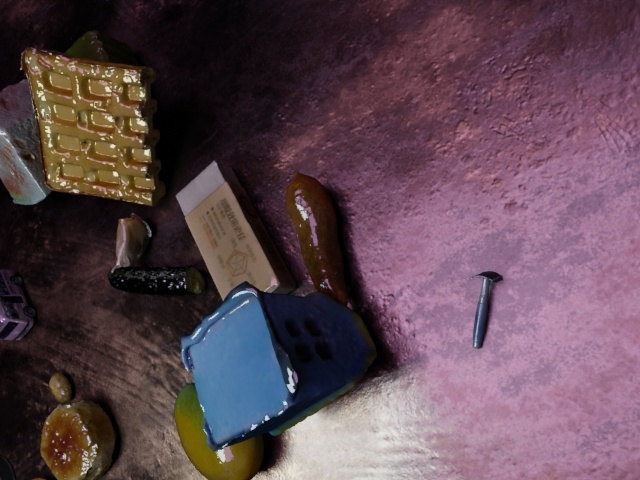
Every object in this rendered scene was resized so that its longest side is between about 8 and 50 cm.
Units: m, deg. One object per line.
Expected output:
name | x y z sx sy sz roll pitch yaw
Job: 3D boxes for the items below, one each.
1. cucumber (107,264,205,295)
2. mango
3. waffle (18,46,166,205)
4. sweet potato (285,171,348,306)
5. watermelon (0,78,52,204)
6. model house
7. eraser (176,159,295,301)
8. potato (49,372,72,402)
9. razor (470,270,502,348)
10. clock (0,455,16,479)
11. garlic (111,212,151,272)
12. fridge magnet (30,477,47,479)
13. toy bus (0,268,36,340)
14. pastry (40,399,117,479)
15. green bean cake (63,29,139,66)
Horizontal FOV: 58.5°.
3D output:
cucumber | -0.406 0.096 1.362 0.300 0.072 0.072 -2 81 30
mango | -0.221 0.400 1.187 0.251 0.114 0.156 28 103 28
waffle | -0.523 -0.260 1.330 0.304 0.077 0.348 11 121 8
sweet potato | 0.001 0.001 1.141 0.097 0.097 0.291 -23 76 24
watermelon | -0.822 -0.294 1.536 0.229 0.258 0.387 -11 74 25
model house | -0.055 0.222 1.028 0.237 0.303 0.215 -40 58 29
eraser | -0.193 -0.002 1.254 0.144 0.078 0.343 -37 66 18
potato | -0.668 0.380 1.474 0.051 0.040 0.083 -39 68 8
razor | 0.283 0.123 0.998 0.040 0.068 0.135 10 99 32
clock | -0.901 0.681 1.554 0.185 0.040 0.184 -4 81 28
garlic | -0.466 0.008 1.399 0.066 0.084 0.152 -1 80 50
fridge magnet | -0.701 0.669 1.435 0.143 0.063 0.143 -4 82 28
toy bus | -0.878 0.176 1.580 0.096 0.108 0.199 -43 65 16
pastry | -0.582 0.485 1.381 0.192 0.093 0.182 46 103 22
green bean cake | -0.576 -0.373 1.472 0.250 0.156 0.246 -33 70 20
